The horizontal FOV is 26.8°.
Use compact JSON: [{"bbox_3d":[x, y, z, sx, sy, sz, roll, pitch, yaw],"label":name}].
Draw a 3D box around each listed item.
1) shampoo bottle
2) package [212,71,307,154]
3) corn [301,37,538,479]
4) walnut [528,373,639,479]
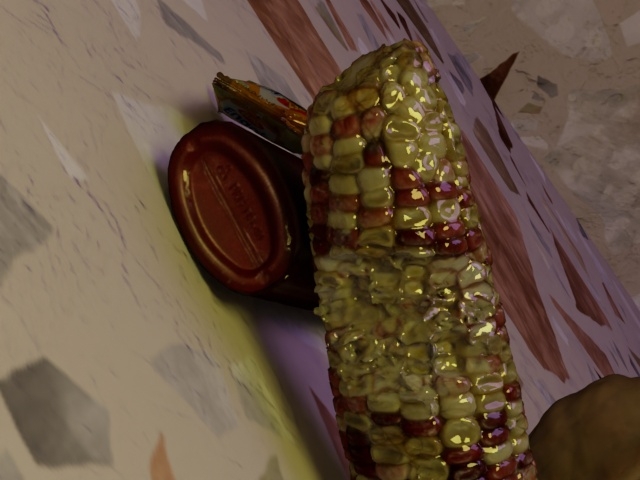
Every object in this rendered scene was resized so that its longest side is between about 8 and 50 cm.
[{"bbox_3d":[0.000,0.000,0.813,0.102,0.064,0.260,60,14,18],"label":"shampoo bottle"},{"bbox_3d":[-0.018,-0.072,0.833,0.108,0.031,0.121,27,3,-6],"label":"package"},{"bbox_3d":[0.049,0.045,0.680,0.098,0.098,0.289,-37,117,-75],"label":"corn"},{"bbox_3d":[0.260,0.211,0.935,0.273,0.227,0.273,47,23,-26],"label":"walnut"}]
